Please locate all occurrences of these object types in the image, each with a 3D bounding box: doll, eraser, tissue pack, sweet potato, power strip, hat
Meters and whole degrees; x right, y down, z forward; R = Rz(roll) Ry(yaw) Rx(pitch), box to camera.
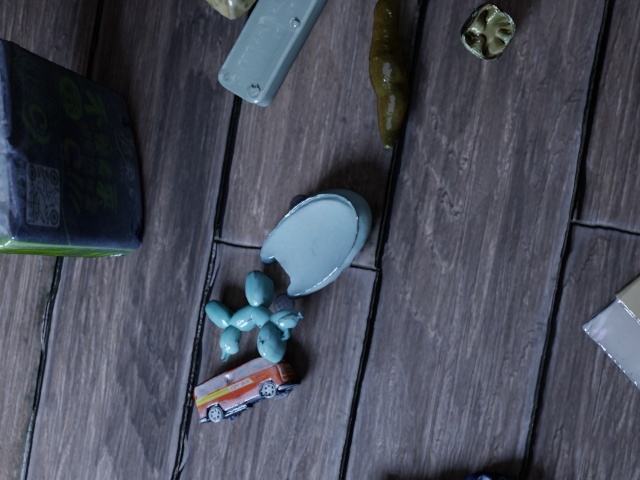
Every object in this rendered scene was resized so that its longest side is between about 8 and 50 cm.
[{"bbox_3d":[-0.102,0.131,1.372,0.159,0.059,0.159,-30,54,14],"label":"doll"},{"bbox_3d":[0.553,0.063,1.222,0.343,0.078,0.144,-44,79,10],"label":"eraser"},{"bbox_3d":[-0.413,-0.120,1.309,0.124,0.394,0.288,-7,87,13],"label":"tissue pack"},{"bbox_3d":[0.108,-0.280,1.349,0.067,0.067,0.274,-2,84,14],"label":"sweet potato"},{"bbox_3d":[-0.036,-0.404,1.386,0.091,0.062,0.385,32,98,13],"label":"power strip"},{"bbox_3d":[0.257,-0.323,1.313,0.076,0.059,0.077,35,103,-4],"label":"hat"}]

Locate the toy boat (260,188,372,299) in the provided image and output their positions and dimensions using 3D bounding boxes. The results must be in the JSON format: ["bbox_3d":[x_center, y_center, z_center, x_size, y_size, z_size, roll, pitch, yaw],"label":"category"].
[{"bbox_3d":[0.000,0.000,1.377,0.207,0.079,0.134,-45,72,21],"label":"toy boat"}]

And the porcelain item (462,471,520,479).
[{"bbox_3d":[0.172,0.442,1.291,0.287,0.138,0.186,2,79,13],"label":"porcelain item"}]

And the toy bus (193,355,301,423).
[{"bbox_3d":[-0.123,0.242,1.398,0.174,0.079,0.077,-26,74,13],"label":"toy bus"}]

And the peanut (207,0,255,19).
[{"bbox_3d":[-0.144,-0.517,1.366,0.140,0.153,0.325,3,88,-15],"label":"peanut"}]
